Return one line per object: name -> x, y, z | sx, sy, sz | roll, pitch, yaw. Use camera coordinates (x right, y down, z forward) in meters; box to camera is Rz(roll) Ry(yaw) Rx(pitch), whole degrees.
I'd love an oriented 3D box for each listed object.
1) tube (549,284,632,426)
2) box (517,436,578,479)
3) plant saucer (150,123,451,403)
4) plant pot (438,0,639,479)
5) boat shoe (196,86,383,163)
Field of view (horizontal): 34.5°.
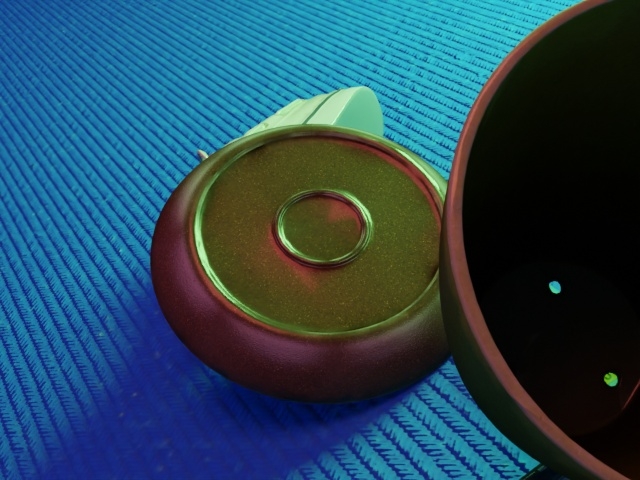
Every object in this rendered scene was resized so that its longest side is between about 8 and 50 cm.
tube -> 0.207, 0.086, 0.828 | 0.080, 0.052, 0.207 | -38, 40, -7
box -> 0.172, 0.181, 0.719 | 0.083, 0.018, 0.067 | -31, 32, -17
plant saucer -> 0.000, 0.000, 0.938 | 0.311, 0.050, 0.310 | 2, 55, -2
plant pot -> 0.183, 0.037, 0.630 | 0.275, 0.274, 0.293 | -28, -12, -13
boat shoe -> -0.071, -0.068, 1.146 | 0.157, 0.135, 0.367 | 0, 34, 30
